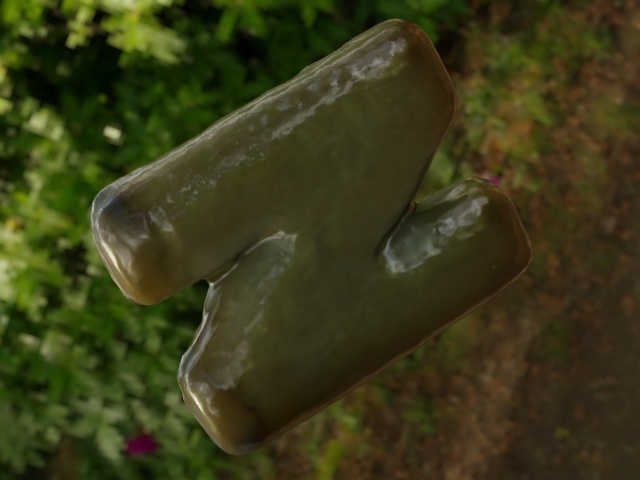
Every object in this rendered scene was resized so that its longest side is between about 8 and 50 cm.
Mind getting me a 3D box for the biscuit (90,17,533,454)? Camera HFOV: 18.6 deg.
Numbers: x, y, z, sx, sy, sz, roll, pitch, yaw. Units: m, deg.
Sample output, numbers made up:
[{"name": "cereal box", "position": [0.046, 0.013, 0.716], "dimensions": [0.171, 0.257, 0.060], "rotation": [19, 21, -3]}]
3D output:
[{"name": "biscuit", "position": [0.000, 0.000, 1.429], "dimensions": [0.290, 0.237, 0.062], "rotation": [-31, 22, -10]}]
